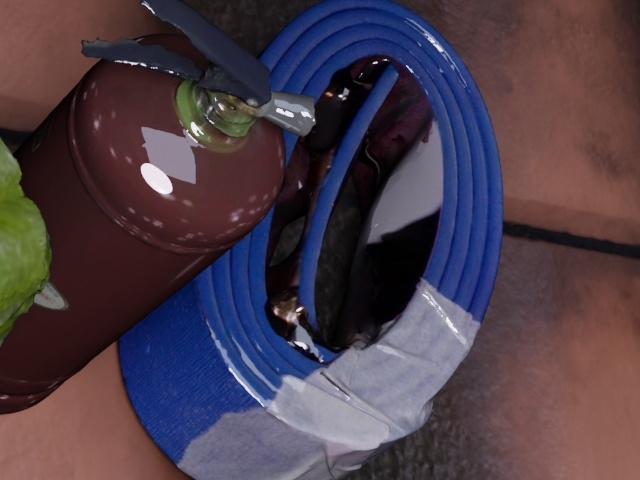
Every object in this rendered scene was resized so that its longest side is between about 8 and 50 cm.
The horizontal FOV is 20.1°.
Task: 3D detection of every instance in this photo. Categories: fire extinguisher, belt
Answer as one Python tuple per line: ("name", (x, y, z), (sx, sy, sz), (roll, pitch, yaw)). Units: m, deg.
("fire extinguisher", (-0.118, -0.019, 0.939), (0.135, 0.337, 0.114), (18, 56, -28))
("belt", (0.000, 0.000, 1.168), (0.212, 0.117, 0.347), (33, 49, -17))

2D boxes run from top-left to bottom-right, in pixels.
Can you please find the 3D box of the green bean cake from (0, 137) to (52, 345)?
("green bean cake", (-0.278, -0.012, 0.876), (0.156, 0.250, 0.247), (-28, 85, -43))
